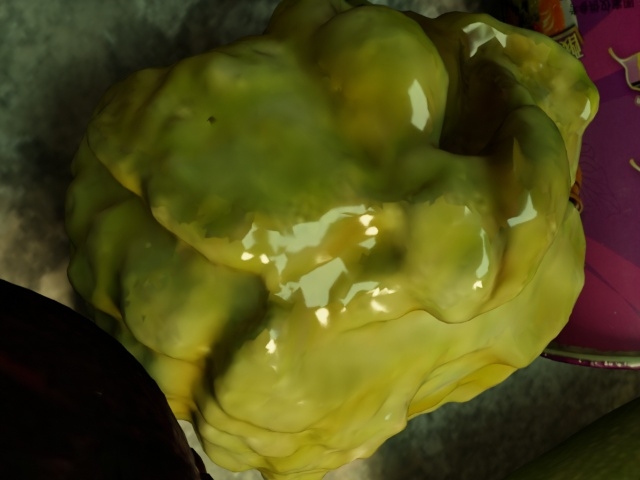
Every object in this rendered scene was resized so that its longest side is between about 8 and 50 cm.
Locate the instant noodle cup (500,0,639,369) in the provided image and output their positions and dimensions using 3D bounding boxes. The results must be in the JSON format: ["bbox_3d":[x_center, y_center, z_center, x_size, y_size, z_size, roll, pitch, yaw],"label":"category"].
[{"bbox_3d":[0.204,-0.062,0.885,0.251,0.251,0.190,-18,103,-31],"label":"instant noodle cup"}]

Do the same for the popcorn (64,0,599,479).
[{"bbox_3d":[0.000,0.000,0.774,0.256,0.195,0.255,21,126,-42],"label":"popcorn"}]

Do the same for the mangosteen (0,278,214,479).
[{"bbox_3d":[-0.167,0.159,0.645,0.293,0.297,0.297,-9,107,-36],"label":"mangosteen"}]

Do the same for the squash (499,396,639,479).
[{"bbox_3d":[0.254,0.203,0.946,0.309,0.310,0.310,-32,118,-27],"label":"squash"}]
